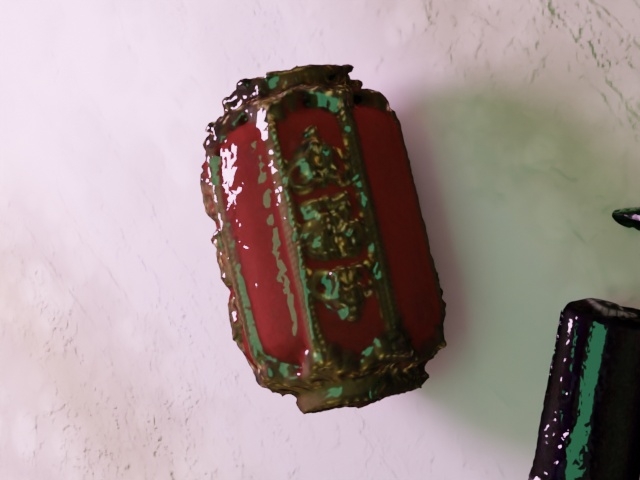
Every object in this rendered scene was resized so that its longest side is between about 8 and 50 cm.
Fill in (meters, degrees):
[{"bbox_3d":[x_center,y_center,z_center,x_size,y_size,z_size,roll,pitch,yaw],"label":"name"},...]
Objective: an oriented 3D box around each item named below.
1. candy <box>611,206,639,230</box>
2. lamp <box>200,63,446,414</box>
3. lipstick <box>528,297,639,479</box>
[{"bbox_3d":[0.323,-0.032,1.016,0.323,0.097,0.097,-9,87,47],"label":"candy"},{"bbox_3d":[0.000,0.000,1.226,0.177,0.177,0.274,-18,84,39],"label":"lamp"},{"bbox_3d":[0.190,0.191,1.128,0.081,0.081,0.300,17,102,38],"label":"lipstick"}]
